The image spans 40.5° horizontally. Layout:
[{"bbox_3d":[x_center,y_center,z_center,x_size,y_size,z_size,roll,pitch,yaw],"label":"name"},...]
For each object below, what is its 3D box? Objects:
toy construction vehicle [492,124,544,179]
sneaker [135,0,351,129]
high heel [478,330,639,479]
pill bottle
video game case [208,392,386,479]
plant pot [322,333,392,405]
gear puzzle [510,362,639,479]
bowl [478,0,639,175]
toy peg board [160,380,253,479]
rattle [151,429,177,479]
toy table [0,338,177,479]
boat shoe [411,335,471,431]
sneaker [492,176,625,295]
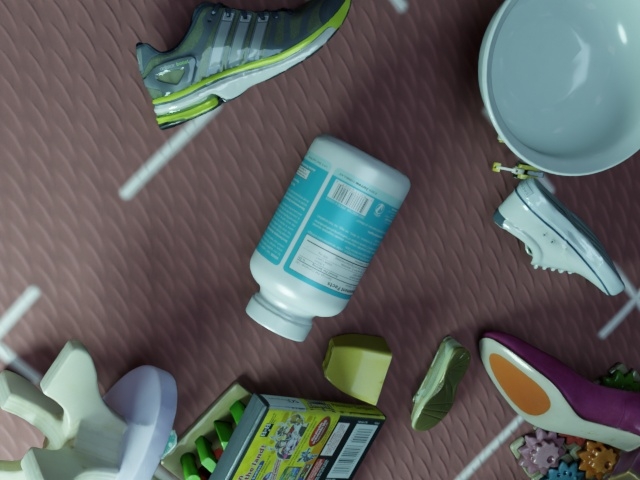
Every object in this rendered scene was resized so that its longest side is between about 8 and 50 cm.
[{"bbox_3d":[0.307,-0.132,1.282,0.098,0.035,0.086,11,101,-19],"label":"toy construction vehicle"},{"bbox_3d":[-0.097,-0.258,1.096,0.300,0.111,0.121,-31,107,-9],"label":"sneaker"},{"bbox_3d":[0.423,0.234,1.376,0.377,0.127,0.181,43,58,-4],"label":"high heel"},{"bbox_3d":[0.000,0.000,1.168,0.146,0.146,0.264,27,96,-21],"label":"pill bottle"},{"bbox_3d":[-0.055,0.348,1.242,0.248,0.035,0.275,16,107,-44],"label":"video game case"},{"bbox_3d":[0.049,0.181,1.269,0.083,0.081,0.081,15,100,-7],"label":"plant pot"},{"bbox_3d":[0.491,0.310,1.448,0.339,0.044,0.175,-35,111,-5],"label":"gear puzzle"},{"bbox_3d":[0.336,-0.246,1.207,0.298,0.134,0.298,-4,106,-15],"label":"bowl"},{"bbox_3d":[-0.116,0.321,1.255,0.161,0.079,0.160,-45,111,-1],"label":"toy peg board"},{"bbox_3d":[-0.268,0.353,1.227,0.130,0.143,0.200,-1,81,-13],"label":"rattle"},{"bbox_3d":[-0.321,0.264,1.106,0.161,0.252,0.274,31,83,-37],"label":"toy table"},{"bbox_3d":[0.179,0.223,1.340,0.056,0.048,0.153,12,107,-31],"label":"boat shoe"},{"bbox_3d":[0.361,0.007,1.319,0.091,0.094,0.258,-39,114,24],"label":"sneaker"}]
